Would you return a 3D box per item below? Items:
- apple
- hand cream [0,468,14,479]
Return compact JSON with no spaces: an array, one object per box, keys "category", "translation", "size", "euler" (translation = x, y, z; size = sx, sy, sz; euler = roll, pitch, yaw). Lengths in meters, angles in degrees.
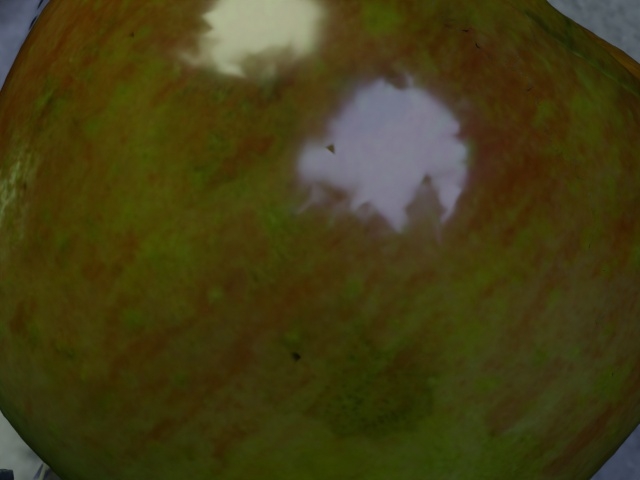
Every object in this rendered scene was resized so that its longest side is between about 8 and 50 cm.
[{"category":"apple","translation":[0.000,0.000,0.605],"size":[0.246,0.246,0.226],"euler":[36,98,-3]},{"category":"hand cream","translation":[-0.113,0.176,0.599],"size":[0.067,0.042,0.195],"euler":[-3,80,-18]}]
